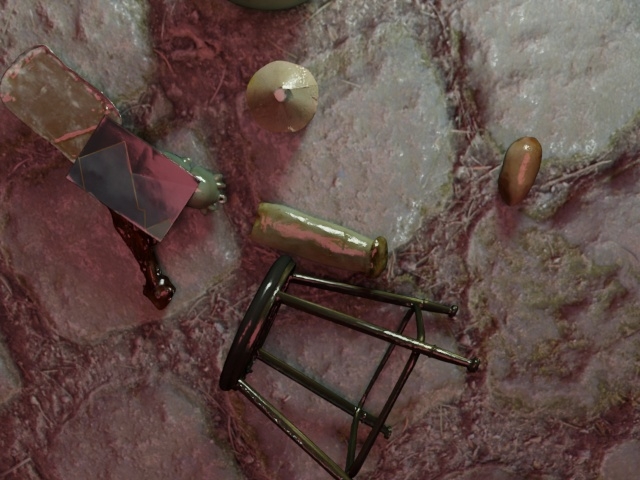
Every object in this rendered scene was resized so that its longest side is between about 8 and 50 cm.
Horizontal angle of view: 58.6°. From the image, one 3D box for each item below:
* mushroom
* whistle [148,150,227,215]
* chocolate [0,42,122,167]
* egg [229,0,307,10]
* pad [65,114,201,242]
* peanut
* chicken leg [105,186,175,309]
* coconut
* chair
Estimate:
[{"bbox_3d":[0.000,0.000,1.257,0.311,0.081,0.100,18,96,3],"label":"mushroom"},{"bbox_3d":[-0.317,-0.135,1.236,0.244,0.092,0.110,22,102,-3],"label":"whistle"},{"bbox_3d":[-0.547,-0.284,1.225,0.254,0.080,0.157,41,86,-6],"label":"chocolate"},{"bbox_3d":[-0.106,-0.550,1.093,0.282,0.203,0.203,8,101,2],"label":"egg"},{"bbox_3d":[-0.391,-0.128,1.190,0.243,0.004,0.164,35,98,-4],"label":"pad"},{"bbox_3d":[0.423,-0.146,1.212,0.076,0.076,0.152,14,105,0],"label":"peanut"},{"bbox_3d":[-0.396,0.014,1.277,0.113,0.093,0.305,-5,109,21],"label":"chicken leg"},{"bbox_3d":[-0.073,-0.292,1.165,0.146,0.153,0.147,0,103,1],"label":"coconut"},{"bbox_3d":[0.034,0.250,1.175,0.409,0.362,0.365,25,101,3],"label":"chair"}]
